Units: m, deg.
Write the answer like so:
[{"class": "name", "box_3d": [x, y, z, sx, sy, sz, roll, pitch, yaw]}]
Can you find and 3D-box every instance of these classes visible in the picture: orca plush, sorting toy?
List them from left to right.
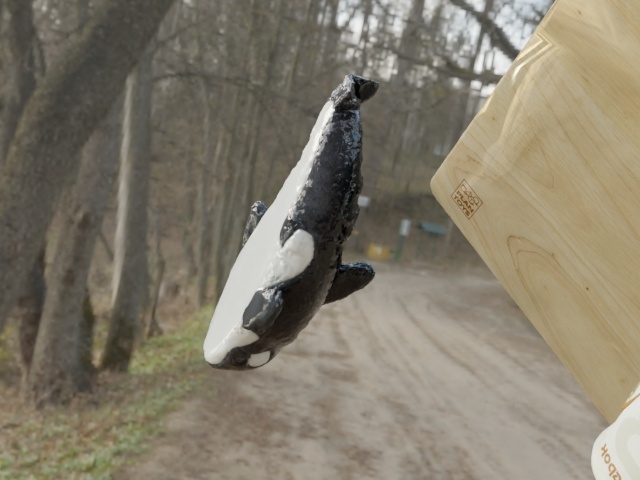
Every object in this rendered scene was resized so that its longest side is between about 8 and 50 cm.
[{"class": "orca plush", "box_3d": [0.000, 0.000, 0.821, 0.102, 0.287, 0.151, 19, 8, -20]}, {"class": "sorting toy", "box_3d": [0.221, -0.020, 0.589, 0.089, 0.257, 0.255, -25, -19, -30]}]

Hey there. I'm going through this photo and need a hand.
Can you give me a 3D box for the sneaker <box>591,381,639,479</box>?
[{"class": "sneaker", "box_3d": [0.171, 0.064, 0.365, 0.123, 0.290, 0.106, -16, 41, 0]}]
